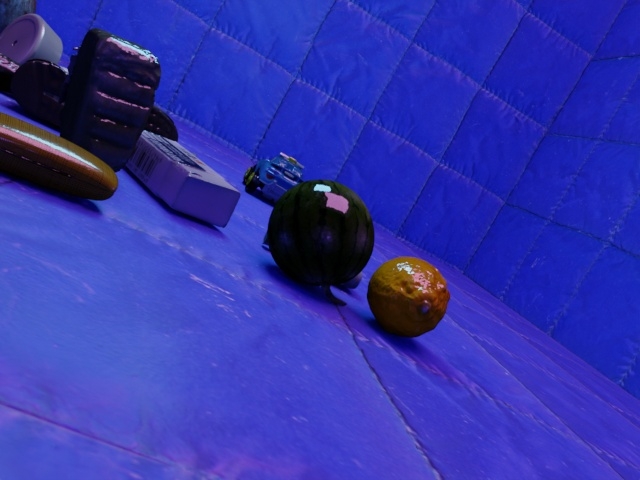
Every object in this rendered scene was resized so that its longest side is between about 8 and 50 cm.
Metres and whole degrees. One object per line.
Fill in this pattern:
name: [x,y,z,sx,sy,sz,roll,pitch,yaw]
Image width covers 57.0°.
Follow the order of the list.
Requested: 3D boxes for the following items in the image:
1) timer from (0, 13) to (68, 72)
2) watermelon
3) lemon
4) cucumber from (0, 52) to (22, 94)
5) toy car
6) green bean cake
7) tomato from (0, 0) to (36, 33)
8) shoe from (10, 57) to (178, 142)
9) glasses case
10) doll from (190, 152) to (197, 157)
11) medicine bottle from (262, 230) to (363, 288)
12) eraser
timer: [-0.667,-0.418,1.498,0.175,0.175,0.266,34,-4,33]
watermelon: [0.000,0.000,1.027,0.188,0.214,0.188,0,-15,0]
lemon: [0.155,0.100,1.036,0.142,0.142,0.187,28,5,-10]
cucumber: [-0.673,-0.354,1.244,0.241,0.074,0.074,27,8,-22]
toy car: [-0.137,-0.204,1.947,0.198,0.166,0.314,31,6,-15]
green bean cake: [-0.377,-0.243,1.028,0.125,0.227,0.222,18,14,-37]
tomato: [-0.874,-0.630,1.454,0.317,0.316,0.282,22,20,-46]
shoe: [-0.479,-0.267,1.260,0.337,0.132,0.171,22,0,-28]
glasses case: [-0.376,-0.113,0.756,0.234,0.064,0.079,24,12,-35]
doll: [-0.329,-0.175,1.360,0.094,0.079,0.180,52,-18,-27]
medicine bottle: [-0.015,0.033,1.187,0.209,0.053,0.090,27,8,-14]
eraser: [-0.281,-0.127,1.139,0.130,0.086,0.287,20,12,-44]
